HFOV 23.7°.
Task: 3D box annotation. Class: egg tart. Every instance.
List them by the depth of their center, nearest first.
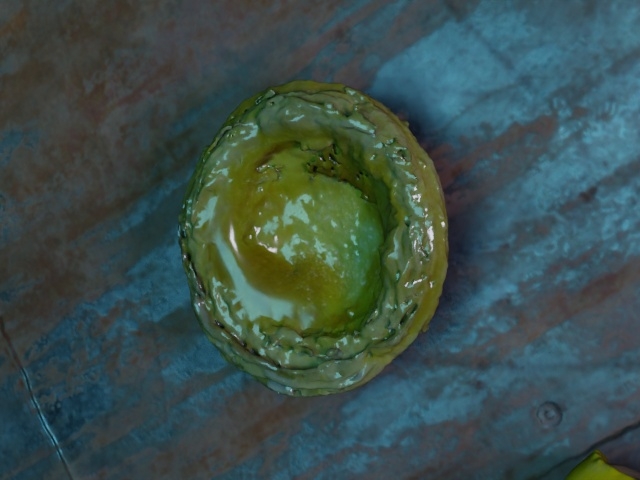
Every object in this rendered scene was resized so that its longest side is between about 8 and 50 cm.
[{"bbox_3d":[0.000,0.000,1.381,0.288,0.118,0.288,2,94,26],"label":"egg tart"}]

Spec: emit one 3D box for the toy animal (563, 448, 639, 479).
[{"bbox_3d":[0.281,0.277,1.240,0.230,0.156,0.156,43,111,21],"label":"toy animal"}]
